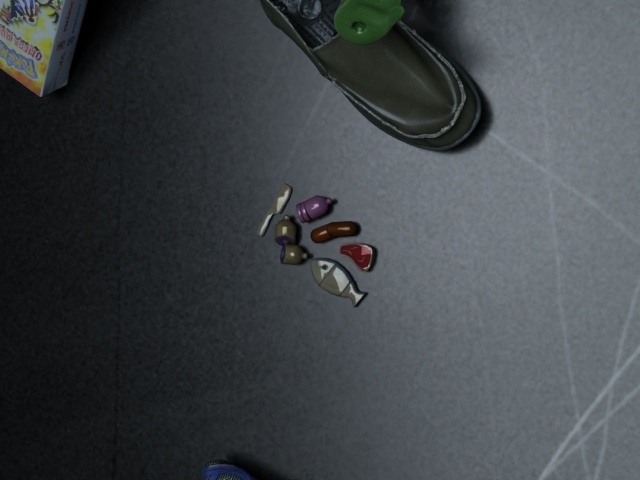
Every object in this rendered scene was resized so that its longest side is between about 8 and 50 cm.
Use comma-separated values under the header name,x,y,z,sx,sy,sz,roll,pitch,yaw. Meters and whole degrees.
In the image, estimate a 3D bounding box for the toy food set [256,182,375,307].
name,x,y,z,sx,sy,sz,roll,pitch,yaw
toy food set,0.000,0.000,1.440,0.122,0.019,0.078,31,98,16

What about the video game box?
name,x,y,z,sx,sy,sz,roll,pitch,yaw
video game box,-0.311,-0.267,1.487,0.205,0.048,0.187,35,132,15

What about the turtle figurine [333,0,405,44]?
name,x,y,z,sx,sy,sz,roll,pitch,yaw
turtle figurine,0.048,-0.316,1.303,0.275,0.198,0.266,-9,46,26

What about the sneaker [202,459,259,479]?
name,x,y,z,sx,sy,sz,roll,pitch,yaw
sneaker,-0.128,0.295,1.455,0.221,0.083,0.087,-47,63,6

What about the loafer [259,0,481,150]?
name,x,y,z,sx,sy,sz,roll,pitch,yaw
loafer,0.033,-0.169,1.397,0.251,0.087,0.094,38,100,15
